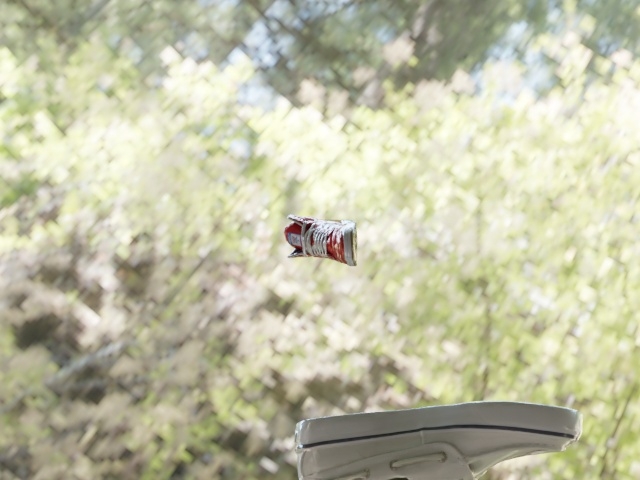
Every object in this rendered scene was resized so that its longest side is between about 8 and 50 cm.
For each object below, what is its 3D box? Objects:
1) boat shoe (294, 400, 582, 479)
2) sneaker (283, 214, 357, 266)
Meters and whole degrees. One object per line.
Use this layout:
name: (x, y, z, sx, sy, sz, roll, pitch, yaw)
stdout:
boat shoe: (0.103, 0.195, 1.656, 0.267, 0.096, 0.088, -6, -105, 16)
sneaker: (0.000, 0.000, 1.700, 0.067, 0.118, 0.042, 2, -86, -2)
